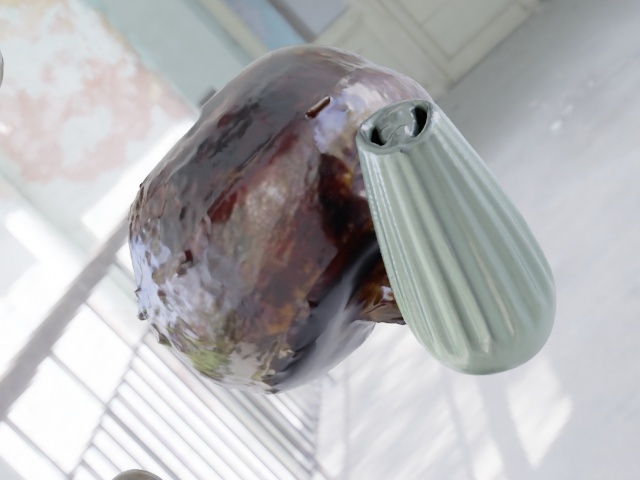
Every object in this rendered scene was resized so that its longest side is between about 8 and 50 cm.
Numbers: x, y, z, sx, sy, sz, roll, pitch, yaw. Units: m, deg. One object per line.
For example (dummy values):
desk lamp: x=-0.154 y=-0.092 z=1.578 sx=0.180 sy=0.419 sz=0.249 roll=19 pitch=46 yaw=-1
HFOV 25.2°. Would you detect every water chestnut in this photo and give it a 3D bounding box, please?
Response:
water chestnut: x=0.000 y=0.000 z=1.305 sx=0.350 sy=0.302 sz=0.350 roll=-49 pitch=-12 yaw=-14

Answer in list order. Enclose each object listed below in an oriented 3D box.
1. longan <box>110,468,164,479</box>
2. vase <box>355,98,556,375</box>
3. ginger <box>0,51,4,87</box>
longan: x=-0.208 y=0.317 z=1.644 sx=0.092 sy=0.113 sz=0.113 roll=-18 pitch=10 yaw=-1
vase: x=0.103 y=-0.004 z=1.138 sx=0.128 sy=0.248 sz=0.128 roll=-18 pitch=39 yaw=15
ginger: x=-0.324 y=-0.113 z=0.972 sx=0.269 sy=0.200 sz=0.223 roll=-44 pitch=23 yaw=60
